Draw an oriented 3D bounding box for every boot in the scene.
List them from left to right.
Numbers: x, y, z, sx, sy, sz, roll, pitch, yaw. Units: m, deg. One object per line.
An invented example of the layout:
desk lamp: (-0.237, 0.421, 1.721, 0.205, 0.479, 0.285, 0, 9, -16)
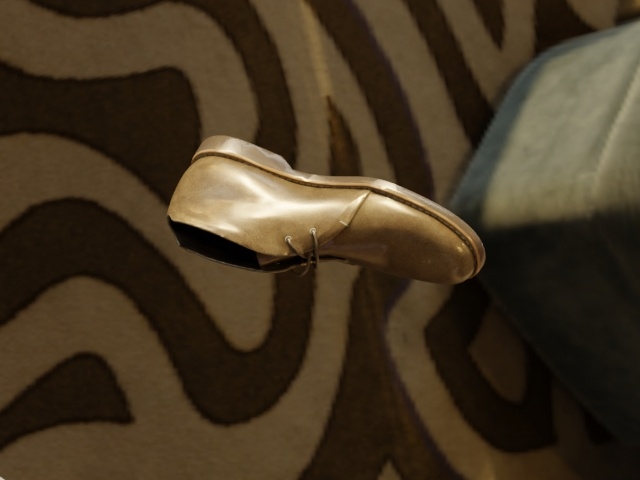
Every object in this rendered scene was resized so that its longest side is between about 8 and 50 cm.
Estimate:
boot: (0.000, 0.000, 1.286, 0.112, 0.305, 0.115, 89, 23, -47)

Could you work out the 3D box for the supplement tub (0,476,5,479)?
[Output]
supplement tub: (-0.384, 0.318, 1.611, 0.071, 0.107, 0.071, -26, 128, -40)
